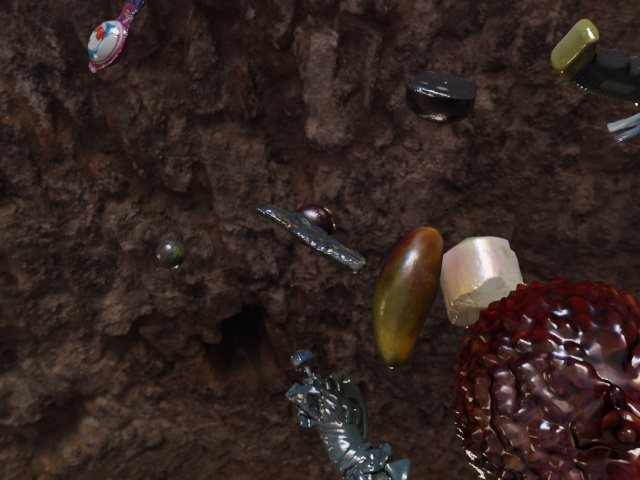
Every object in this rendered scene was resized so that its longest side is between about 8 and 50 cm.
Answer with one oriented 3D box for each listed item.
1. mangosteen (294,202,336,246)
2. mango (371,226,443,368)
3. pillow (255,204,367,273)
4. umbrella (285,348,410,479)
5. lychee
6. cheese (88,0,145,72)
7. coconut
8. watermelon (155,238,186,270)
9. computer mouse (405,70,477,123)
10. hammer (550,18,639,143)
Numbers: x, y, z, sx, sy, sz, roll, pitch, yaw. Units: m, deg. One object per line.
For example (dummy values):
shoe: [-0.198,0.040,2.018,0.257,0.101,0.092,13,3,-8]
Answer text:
mangosteen: [-0.018,-0.052,1.360,0.152,0.152,0.152,-4,-46,-4]
mango: [0.154,0.098,0.760,0.111,0.268,0.133,17,-5,11]
pillow: [-0.001,-0.001,0.732,0.189,0.255,0.034,32,-85,8]
umbrella: [0.034,0.352,0.813,0.143,0.349,0.094,3,-54,-36]
lychee: [0.426,0.269,0.676,0.424,0.425,0.500,-20,-13,12]
cheese: [-0.332,-0.335,0.669,0.145,0.095,0.038,-50,-31,9]
coconut: [0.566,0.131,1.465,0.297,0.310,0.297,0,-32,0]
watermelon: [-0.555,0.061,1.510,0.105,0.105,0.133,38,-92,-34]
computer mouse: [0.308,-0.360,1.061,0.170,0.269,0.100,22,-55,13]
hammer: [0.386,-0.203,0.516,0.226,0.041,0.159,8,-34,-19]
